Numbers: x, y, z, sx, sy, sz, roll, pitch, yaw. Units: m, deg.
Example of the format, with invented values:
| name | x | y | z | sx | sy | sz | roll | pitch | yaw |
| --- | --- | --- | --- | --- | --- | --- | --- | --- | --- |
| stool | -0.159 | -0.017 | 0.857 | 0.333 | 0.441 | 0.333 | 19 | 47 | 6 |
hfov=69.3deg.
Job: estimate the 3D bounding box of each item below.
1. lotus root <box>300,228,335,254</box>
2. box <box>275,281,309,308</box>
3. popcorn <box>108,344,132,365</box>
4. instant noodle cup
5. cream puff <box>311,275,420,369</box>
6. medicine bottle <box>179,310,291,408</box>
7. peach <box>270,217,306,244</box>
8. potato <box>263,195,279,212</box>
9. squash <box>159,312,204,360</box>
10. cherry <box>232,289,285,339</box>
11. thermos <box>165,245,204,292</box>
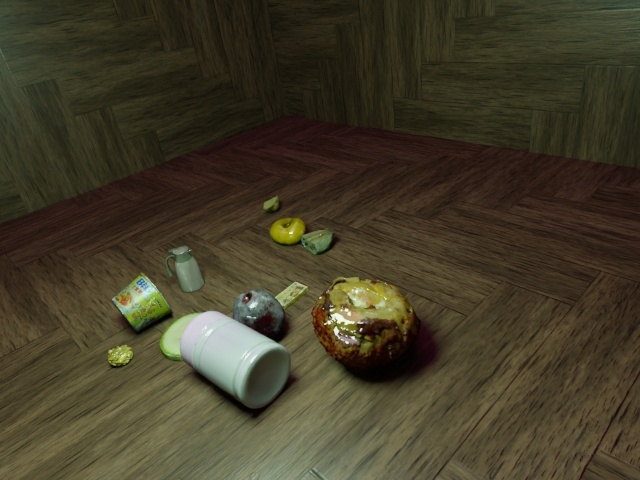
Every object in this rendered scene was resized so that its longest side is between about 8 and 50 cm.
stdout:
| name | x | y | z | sx | sy | sz | roll | pitch | yaw |
| --- | --- | --- | --- | --- | --- | --- | --- | --- | --- |
| lotus root | 0.002 | 0.004 | 2.123 | 0.144 | 0.070 | 0.143 | -23 | 26 | -15 |
| box | -0.118 | 0.216 | 1.838 | 0.073 | 0.020 | 0.149 | 16 | 38 | 37 |
| popcorn | -0.709 | 0.406 | 1.641 | 0.082 | 0.057 | 0.083 | -21 | 29 | -21 |
| instant noodle cup | -0.695 | 0.247 | 1.791 | 0.153 | 0.205 | 0.205 | -37 | 39 | -23 |
| cream puff | 0.135 | 0.272 | 1.462 | 0.351 | 0.228 | 0.350 | 5 | 24 | -2 |
| medicine bottle | -0.268 | 0.362 | 1.446 | 0.316 | 0.202 | 0.202 | 19 | 40 | 39 |
| peach | -0.151 | -0.048 | 2.220 | 0.179 | 0.103 | 0.179 | -6 | 27 | 3 |
| potato | -0.263 | -0.182 | 2.524 | 0.096 | 0.066 | 0.103 | -22 | 32 | 27 |
| squash | -0.473 | 0.348 | 1.688 | 0.219 | 0.041 | 0.219 | -7 | 30 | 4 |
| cherry | -0.223 | 0.259 | 1.629 | 0.195 | 0.195 | 0.195 | -7 | 30 | 4 |
| thermos | -0.586 | 0.117 | 1.968 | 0.137 | 0.193 | 0.105 | -8 | 31 | 4 |
